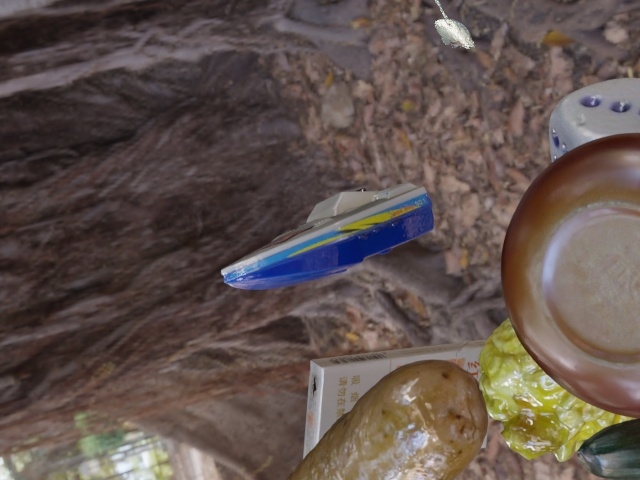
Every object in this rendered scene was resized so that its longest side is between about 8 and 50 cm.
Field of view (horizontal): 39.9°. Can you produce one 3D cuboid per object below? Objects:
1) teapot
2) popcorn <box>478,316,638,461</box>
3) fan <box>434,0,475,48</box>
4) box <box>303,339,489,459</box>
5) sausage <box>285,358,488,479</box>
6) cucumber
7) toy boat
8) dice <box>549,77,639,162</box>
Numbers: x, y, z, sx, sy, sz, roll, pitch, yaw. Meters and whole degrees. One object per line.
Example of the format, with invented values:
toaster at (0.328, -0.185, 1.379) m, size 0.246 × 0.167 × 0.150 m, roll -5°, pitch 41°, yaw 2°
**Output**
teapot at (0.223, 0.006, 0.557) m, size 0.252 × 0.135 × 0.178 m, roll -45°, pitch 73°, yaw 30°
popcorn at (0.350, 0.221, 1.297) m, size 0.206 × 0.236 × 0.252 m, roll 30°, pitch 131°, yaw 51°
fan at (0.156, -0.262, 1.072) m, size 0.056 × 0.004 × 0.083 m, roll 20°, pitch 158°, yaw 47°
box at (0.145, 0.290, 1.547) m, size 0.051 × 0.365 × 0.205 m, roll 25°, pitch 114°, yaw 59°
sausage at (-0.007, 0.308, 0.910) m, size 0.123 × 0.501 × 0.136 m, roll 37°, pitch -160°, yaw -5°
cucumber at (0.250, 0.166, 0.696) m, size 0.048 × 0.105 × 0.048 m, roll 176°, pitch 90°, yaw -67°
toy boat at (0.000, 0.000, 1.016) m, size 0.129 × 0.295 × 0.088 m, roll -23°, pitch 88°, yaw 47°
dice at (0.503, -0.148, 1.488) m, size 0.193 × 0.191 × 0.194 m, roll -101°, pitch -5°, yaw -49°
